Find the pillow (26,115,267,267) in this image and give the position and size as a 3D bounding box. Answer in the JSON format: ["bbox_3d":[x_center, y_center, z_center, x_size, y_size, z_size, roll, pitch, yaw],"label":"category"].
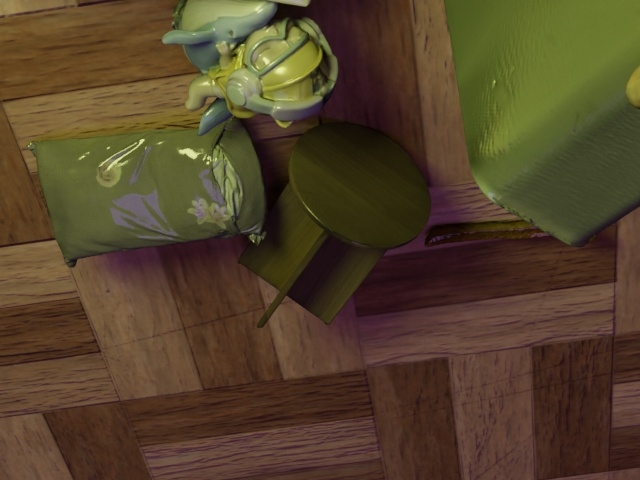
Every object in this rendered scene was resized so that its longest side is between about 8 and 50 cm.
[{"bbox_3d":[-0.187,-0.051,1.604,0.255,0.059,0.169,-8,111,8],"label":"pillow"}]

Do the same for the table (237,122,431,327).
[{"bbox_3d":[0.000,0.000,1.659,0.167,0.167,0.226,13,141,-20],"label":"table"}]

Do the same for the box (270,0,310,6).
[{"bbox_3d":[-0.160,-0.339,1.286,0.353,0.069,0.214,7,119,-11],"label":"box"}]

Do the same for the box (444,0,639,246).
[{"bbox_3d":[0.286,-0.223,1.292,0.177,0.352,0.344,26,131,-30],"label":"box"}]

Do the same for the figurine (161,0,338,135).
[{"bbox_3d":[-0.070,-0.178,1.448,0.184,0.128,0.208,40,154,11],"label":"figurine"}]

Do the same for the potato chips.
[{"bbox_3d":[0.227,-0.009,1.756,0.204,0.037,0.026,-1,128,3],"label":"potato chips"}]

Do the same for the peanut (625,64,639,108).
[{"bbox_3d":[0.339,-0.095,1.116,0.228,0.085,0.104,8,131,-10],"label":"peanut"}]
